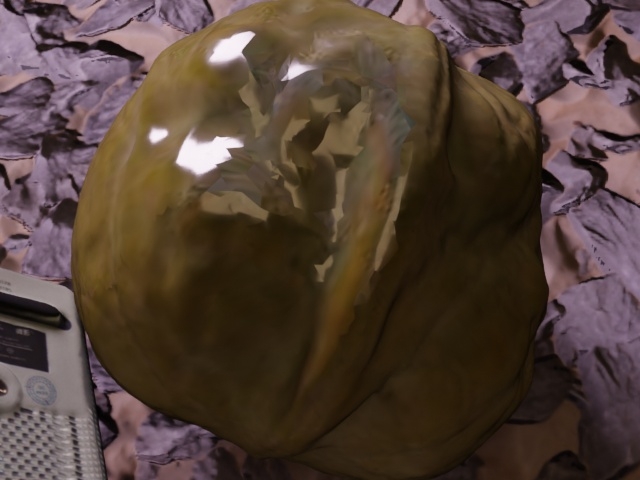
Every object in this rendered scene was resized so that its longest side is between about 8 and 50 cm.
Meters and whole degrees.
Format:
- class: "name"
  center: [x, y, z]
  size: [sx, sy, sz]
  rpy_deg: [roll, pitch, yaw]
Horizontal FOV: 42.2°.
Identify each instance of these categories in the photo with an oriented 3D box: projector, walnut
- class: "projector"
  center: [-0.248, 0.143, 0.484]
  size: [0.242, 0.163, 0.177]
  rpy_deg: [-43, 47, 26]
- class: "walnut"
  center: [0.002, 0.001, 0.523]
  size: [0.253, 0.282, 0.276]
  rpy_deg: [2, 70, 47]
